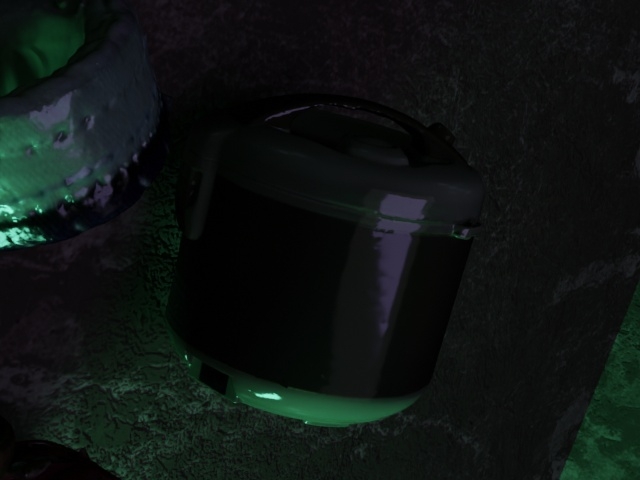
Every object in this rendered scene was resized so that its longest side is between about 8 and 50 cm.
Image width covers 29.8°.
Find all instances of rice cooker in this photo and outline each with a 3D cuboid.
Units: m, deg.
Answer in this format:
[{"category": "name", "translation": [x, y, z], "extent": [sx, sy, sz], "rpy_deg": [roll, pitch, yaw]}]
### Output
[{"category": "rice cooker", "translation": [0.000, 0.000, 1.327], "extent": [0.335, 0.335, 0.325], "rpy_deg": [-8, 117, -52]}]

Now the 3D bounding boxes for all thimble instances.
[{"category": "thimble", "translation": [-0.239, -0.108, 0.997], "extent": [0.237, 0.237, 0.150], "rpy_deg": [-41, 137, -32]}]

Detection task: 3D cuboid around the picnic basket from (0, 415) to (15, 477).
[{"category": "picnic basket", "translation": [-0.388, 0.139, 0.876], "extent": [0.337, 0.293, 0.337], "rpy_deg": [-13, 108, -43]}]

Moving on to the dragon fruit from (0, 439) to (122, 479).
[{"category": "dragon fruit", "translation": [-0.295, 0.340, 1.133], "extent": [0.329, 0.329, 0.329], "rpy_deg": [-32, 134, -40]}]
